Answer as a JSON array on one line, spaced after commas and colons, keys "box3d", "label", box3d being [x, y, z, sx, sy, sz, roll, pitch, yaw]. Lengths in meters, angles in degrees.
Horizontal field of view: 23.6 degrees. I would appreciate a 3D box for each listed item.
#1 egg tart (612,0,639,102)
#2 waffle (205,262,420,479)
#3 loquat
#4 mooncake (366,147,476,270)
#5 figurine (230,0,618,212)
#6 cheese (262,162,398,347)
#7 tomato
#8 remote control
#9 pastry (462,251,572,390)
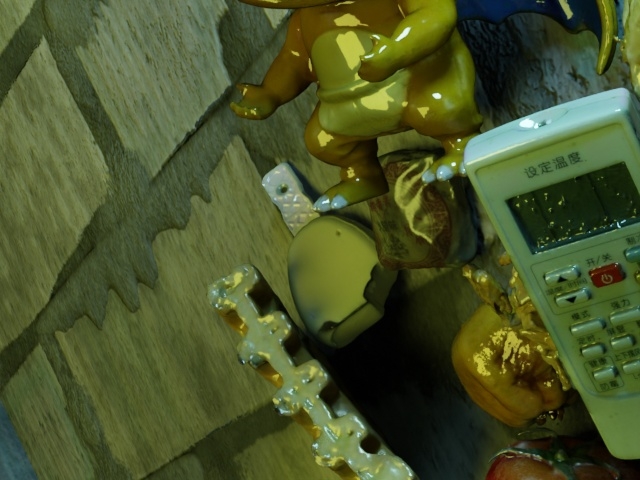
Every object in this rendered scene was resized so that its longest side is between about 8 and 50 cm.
[{"box3d": [0.326, -0.140, 1.148, 0.290, 0.115, 0.290, 36, 137, 41], "label": "egg tart"}, {"box3d": [0.013, 0.200, 1.729, 0.348, 0.077, 0.304, 51, 178, 25], "label": "waffle"}, {"box3d": [0.193, 0.120, 1.501, 0.137, 0.113, 0.137, 23, 129, 32], "label": "loquat"}, {"box3d": [0.100, -0.030, 1.585, 0.125, 0.073, 0.130, -1, 110, 54], "label": "mooncake"}, {"box3d": [0.026, -0.234, 1.397, 0.401, 0.268, 0.387, -6, 106, 62], "label": "figurine"}, {"box3d": [0.000, 0.000, 1.741, 0.050, 0.127, 0.255, 42, -167, -52], "label": "cheese"}, {"box3d": [0.234, 0.265, 1.484, 0.167, 0.167, 0.167, 33, 134, 42], "label": "tomato"}, {"box3d": [0.250, 0.039, 1.271, 0.145, 0.050, 0.344, -19, 118, 24], "label": "remote control"}, {"box3d": [0.219, 0.011, 1.359, 0.102, 0.154, 0.250, -109, 21, -52], "label": "pastry"}]
